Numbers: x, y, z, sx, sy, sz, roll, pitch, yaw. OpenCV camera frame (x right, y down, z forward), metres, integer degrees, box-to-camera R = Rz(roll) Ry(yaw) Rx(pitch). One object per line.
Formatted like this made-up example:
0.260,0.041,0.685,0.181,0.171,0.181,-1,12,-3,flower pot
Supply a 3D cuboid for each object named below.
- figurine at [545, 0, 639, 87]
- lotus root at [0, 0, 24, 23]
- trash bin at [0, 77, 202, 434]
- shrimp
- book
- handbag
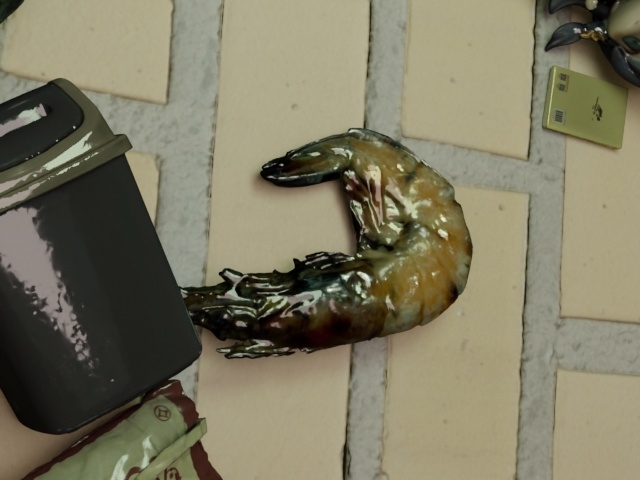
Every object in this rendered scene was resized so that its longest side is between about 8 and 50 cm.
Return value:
0.373,-0.295,1.663,0.197,0.175,0.265,-42,110,-29,figurine
-0.354,-0.249,1.299,0.175,0.175,0.349,43,71,-15,lotus root
-0.250,0.016,1.315,0.209,0.182,0.290,-30,102,-27,trash bin
0.000,0.000,1.505,0.365,0.071,0.233,-9,79,-26,shrimp
0.316,-0.158,1.701,0.111,0.014,0.077,14,80,-24,book
-0.179,0.269,1.346,0.235,0.127,0.213,-31,96,-28,handbag
